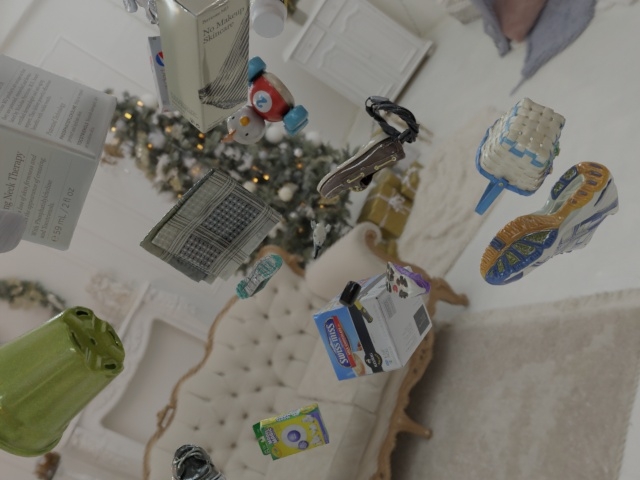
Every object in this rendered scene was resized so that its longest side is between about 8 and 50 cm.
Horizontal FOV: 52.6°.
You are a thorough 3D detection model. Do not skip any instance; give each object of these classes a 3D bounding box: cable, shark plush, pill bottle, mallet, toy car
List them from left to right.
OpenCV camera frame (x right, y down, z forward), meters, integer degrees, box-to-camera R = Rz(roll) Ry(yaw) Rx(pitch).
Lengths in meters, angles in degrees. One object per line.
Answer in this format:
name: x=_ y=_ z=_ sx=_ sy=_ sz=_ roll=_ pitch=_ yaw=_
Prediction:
toy car: x=-0.190 y=-0.355 z=1.855 sx=0.238 sy=0.219 sz=0.210 roll=-42 pitch=1 yaw=-1
pill bottle: x=-0.165 y=-0.752 z=2.061 sx=0.119 sy=0.119 sz=0.208 roll=-41 pitch=42 yaw=44
shark plush: x=0.000 y=0.000 z=2.264 sx=0.067 sy=0.073 sz=0.161 roll=111 pitch=159 yaw=-50
mallet: x=0.103 y=0.159 z=1.650 sx=0.039 sy=0.190 sz=0.062 roll=18 pitch=77 yaw=31
cable: x=0.197 y=-0.315 z=1.735 sx=0.047 sy=0.150 sz=0.184 roll=-44 pitch=38 yaw=-15

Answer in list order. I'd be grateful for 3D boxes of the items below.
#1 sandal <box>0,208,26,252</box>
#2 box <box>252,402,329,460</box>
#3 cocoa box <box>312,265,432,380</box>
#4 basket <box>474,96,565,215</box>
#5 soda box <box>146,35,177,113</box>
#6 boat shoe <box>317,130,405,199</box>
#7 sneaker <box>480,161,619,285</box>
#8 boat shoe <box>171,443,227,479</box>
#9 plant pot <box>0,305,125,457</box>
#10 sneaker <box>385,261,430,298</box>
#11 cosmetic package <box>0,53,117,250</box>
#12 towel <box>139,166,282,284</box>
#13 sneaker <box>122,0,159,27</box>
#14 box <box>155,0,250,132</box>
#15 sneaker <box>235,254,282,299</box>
sandal: x=-0.585 y=-0.021 z=1.043 sx=0.265 sy=0.076 sz=0.101 roll=22 pitch=-95 yaw=-81
box: x=-0.077 y=0.495 z=1.666 sx=0.179 sy=0.105 sz=0.043 roll=-18 pitch=17 yaw=3
cocoa box: x=0.173 y=0.256 z=2.050 sx=0.228 sy=0.231 sz=0.347 roll=-18 pitch=6 yaw=28
basket: x=0.529 y=-0.222 z=1.783 sx=0.254 sy=0.201 sz=0.289 roll=-58 pitch=-1 yaw=-28
soda box: x=-0.462 y=-0.495 z=1.931 sx=0.074 sy=0.069 sz=0.216 roll=153 pitch=104 yaw=-70
boat shoe: x=0.118 y=-0.204 z=1.936 sx=0.324 sy=0.096 sz=0.117 roll=-36 pitch=-8 yaw=36
sneaker: x=0.436 y=-0.004 z=1.202 sx=0.296 sy=0.131 sz=0.112 roll=-42 pitch=37 yaw=8
boat shoe: x=-0.319 y=0.570 z=1.591 sx=0.121 sy=0.119 sz=0.335 roll=-24 pitch=-2 yaw=-24
plant pot: x=-0.580 y=0.285 z=1.415 sx=0.254 sy=0.276 sz=0.276 roll=-35 pitch=23 yaw=9
sneaker: x=0.196 y=0.095 z=1.470 sx=0.170 sy=0.071 sz=0.068 roll=-137 pitch=49 yaw=-68
cosmetic package: x=-0.781 y=-0.236 z=1.665 sx=0.329 sy=0.394 sz=0.327 roll=-58 pitch=25 yaw=33
towel: x=-0.310 y=-0.023 z=1.884 sx=0.324 sy=0.312 sz=0.056 roll=-44 pitch=48 yaw=8
sneaker: x=-0.442 y=-0.659 z=1.786 sx=0.137 sy=0.365 sz=0.210 roll=-24 pitch=-3 yaw=-26
box: x=-0.181 y=-0.302 z=1.027 sx=0.113 sy=0.094 sz=0.275 roll=-42 pitch=-14 yaw=-22
sneaker: x=-0.174 y=0.105 z=1.884 sx=0.166 sy=0.065 sz=0.076 roll=-42 pitch=-16 yaw=3
